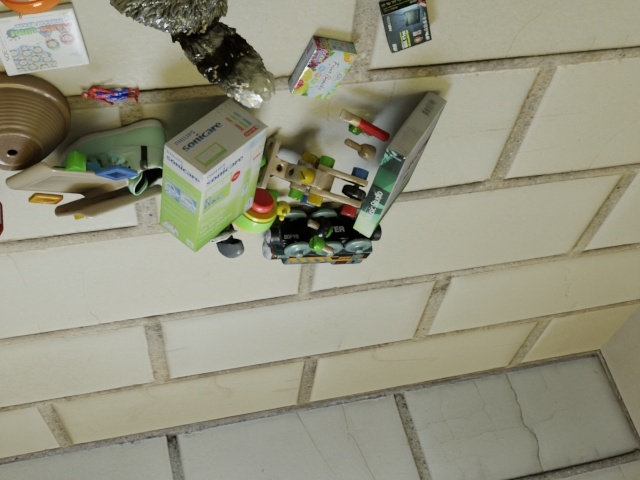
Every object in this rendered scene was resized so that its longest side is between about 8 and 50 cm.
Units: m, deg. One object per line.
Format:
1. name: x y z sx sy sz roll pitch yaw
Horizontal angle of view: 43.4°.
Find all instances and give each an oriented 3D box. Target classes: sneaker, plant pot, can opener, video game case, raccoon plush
1. sneaker: -0.455 -0.160 1.756 0.256 0.151 0.094 -19 150 8
2. plant pot: -0.626 -0.219 1.627 0.237 0.109 0.237 -11 148 -7
3. can opener: -0.277 -0.009 1.998 0.074 0.093 0.280 -23 -162 -23
4. video game case: -0.527 -0.375 1.507 0.157 0.019 0.143 -11 149 -8
5. raccoon plush: -0.160 -0.467 1.282 0.446 0.216 0.299 36 125 -27

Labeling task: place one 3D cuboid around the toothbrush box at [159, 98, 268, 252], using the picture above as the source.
1. toothbrush box: -0.242 -0.141 1.791 0.206 0.122 0.283 -43 162 -35

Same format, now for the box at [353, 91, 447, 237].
1. box: 0.190 -0.180 1.962 0.058 0.232 0.322 31 144 9

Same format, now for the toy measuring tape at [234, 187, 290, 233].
1. toy measuring tape: -0.224 -0.079 2.024 0.330 0.121 0.121 3 144 -28

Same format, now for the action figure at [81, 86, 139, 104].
1. action figure: -0.434 -0.300 1.661 0.115 0.030 0.038 0 151 -20

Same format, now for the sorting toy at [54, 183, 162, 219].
1. sorting toy: -0.477 -0.083 1.811 0.193 0.038 0.208 -23 -163 -32

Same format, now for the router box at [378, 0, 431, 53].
1. router box: 0.177 -0.454 1.671 0.092 0.038 0.122 -18 149 5

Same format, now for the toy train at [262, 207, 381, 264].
1. toy train: 0.000 0.000 2.239 0.334 0.142 0.190 -3 156 -19

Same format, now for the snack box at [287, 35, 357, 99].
1. snack box: 0.003 -0.369 1.731 0.100 0.037 0.141 2 145 -29

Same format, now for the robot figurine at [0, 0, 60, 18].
1. robot figurine: -0.484 -0.456 1.291 0.128 0.158 0.219 7 149 7

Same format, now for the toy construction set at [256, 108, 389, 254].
1. toy construction set: -0.019 -0.182 1.885 0.237 0.257 0.309 25 112 -31

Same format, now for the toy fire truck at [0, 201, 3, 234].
1. toy fire truck: -0.832 -0.027 1.701 0.302 0.253 0.169 10 141 -36

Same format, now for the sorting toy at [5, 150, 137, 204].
1. sorting toy: -0.531 -0.135 1.685 0.348 0.047 0.196 -13 166 43
